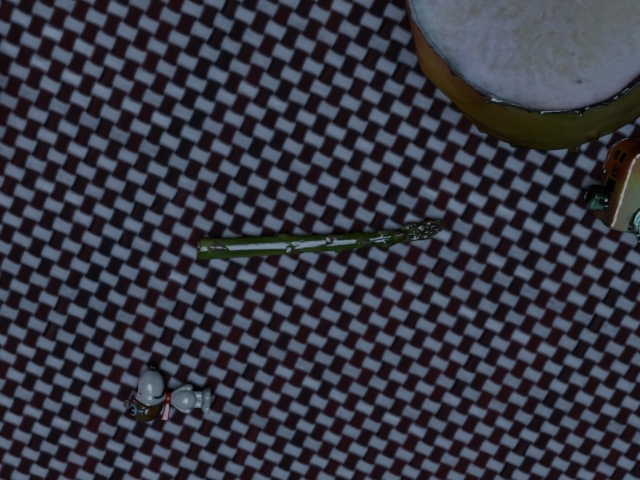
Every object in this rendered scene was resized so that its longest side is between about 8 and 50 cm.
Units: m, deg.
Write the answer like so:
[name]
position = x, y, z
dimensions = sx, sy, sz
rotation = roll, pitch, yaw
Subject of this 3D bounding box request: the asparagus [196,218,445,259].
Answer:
[asparagus]
position = 0.000, 0.000, 1.021
dimensions = 0.248, 0.025, 0.024
rotation = -4, 64, 1

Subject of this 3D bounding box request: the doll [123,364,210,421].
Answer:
[doll]
position = -0.156, 0.165, 1.064
dimensions = 0.085, 0.040, 0.058
rotation = 23, 95, -6

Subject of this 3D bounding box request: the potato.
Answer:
[potato]
position = 0.192, -0.220, 0.881
dimensions = 0.246, 0.196, 0.300
rotation = 1, 79, 13

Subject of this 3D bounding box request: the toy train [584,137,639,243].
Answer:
[toy train]
position = 0.350, -0.038, 0.984
dimensions = 0.188, 0.072, 0.099
rotation = 13, 107, -4
